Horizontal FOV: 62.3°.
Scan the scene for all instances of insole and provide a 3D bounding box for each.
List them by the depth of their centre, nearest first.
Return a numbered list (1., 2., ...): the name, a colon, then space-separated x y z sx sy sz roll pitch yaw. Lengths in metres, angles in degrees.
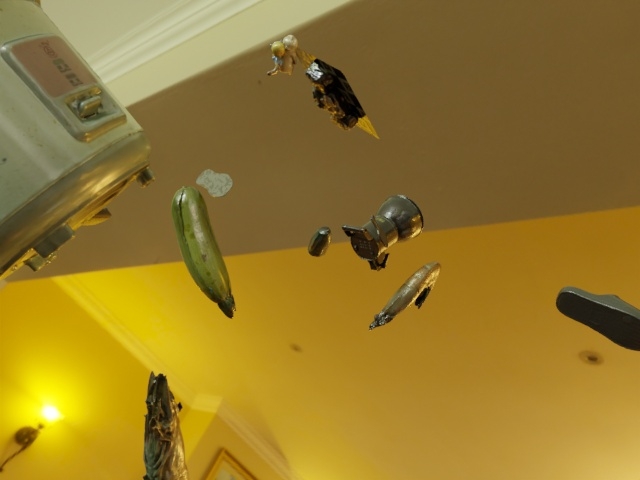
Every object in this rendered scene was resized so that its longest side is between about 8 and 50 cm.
1. insole: -0.260 -0.142 1.299 0.006 0.065 0.193 48 -12 -35

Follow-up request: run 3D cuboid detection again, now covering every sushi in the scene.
1. sushi: 0.014 -0.303 1.142 0.192 0.050 0.215 42 -4 39

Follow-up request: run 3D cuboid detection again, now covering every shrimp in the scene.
1. shrimp: -0.248 0.341 0.759 0.058 0.169 0.296 4 -72 18
2. shrimp: 0.228 0.169 1.391 0.051 0.262 0.198 39 -15 29

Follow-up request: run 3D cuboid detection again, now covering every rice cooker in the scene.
1. rice cooker: -0.351 -0.123 0.566 0.264 0.316 0.316 -30 -67 33

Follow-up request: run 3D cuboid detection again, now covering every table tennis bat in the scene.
1. table tennis bat: 0.131 -0.020 1.175 0.007 0.050 0.083 -23 -61 20

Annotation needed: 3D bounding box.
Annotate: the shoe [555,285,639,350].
1. shoe: 0.732 0.179 1.348 0.241 0.093 0.108 28 -47 28

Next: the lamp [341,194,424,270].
1. lamp: 0.174 -0.013 1.513 0.147 0.227 0.172 13 -53 41

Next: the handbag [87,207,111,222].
1. handbag: -0.656 -0.143 1.396 0.223 0.080 0.247 64 -7 -6

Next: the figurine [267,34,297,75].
1. figurine: -0.077 -0.363 1.045 0.047 0.051 0.083 46 -36 24

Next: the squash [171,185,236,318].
1. squash: -0.285 0.035 1.271 0.094 0.094 0.341 -17 -86 44

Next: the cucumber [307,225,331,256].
1. cucumber: 0.000 0.000 1.252 0.048 0.048 0.105 28 -30 3
